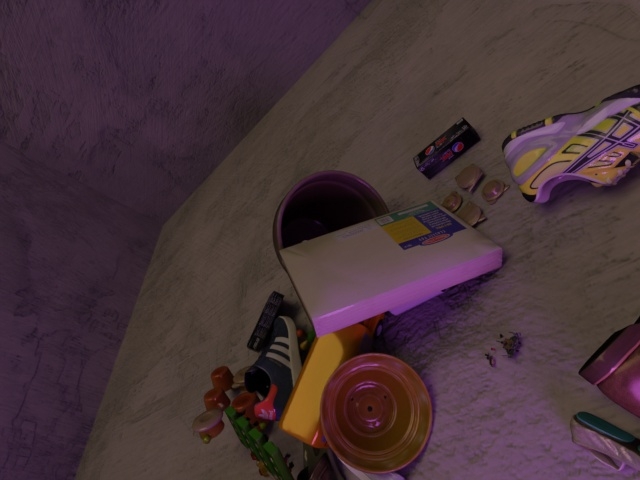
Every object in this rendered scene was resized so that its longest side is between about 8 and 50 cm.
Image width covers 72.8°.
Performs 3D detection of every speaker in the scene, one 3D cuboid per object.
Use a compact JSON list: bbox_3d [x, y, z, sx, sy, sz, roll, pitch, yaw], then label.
[{"bbox_3d":[0.214,0.122,0.992,0.136,0.055,0.055,-36,36,34],"label":"speaker"}]

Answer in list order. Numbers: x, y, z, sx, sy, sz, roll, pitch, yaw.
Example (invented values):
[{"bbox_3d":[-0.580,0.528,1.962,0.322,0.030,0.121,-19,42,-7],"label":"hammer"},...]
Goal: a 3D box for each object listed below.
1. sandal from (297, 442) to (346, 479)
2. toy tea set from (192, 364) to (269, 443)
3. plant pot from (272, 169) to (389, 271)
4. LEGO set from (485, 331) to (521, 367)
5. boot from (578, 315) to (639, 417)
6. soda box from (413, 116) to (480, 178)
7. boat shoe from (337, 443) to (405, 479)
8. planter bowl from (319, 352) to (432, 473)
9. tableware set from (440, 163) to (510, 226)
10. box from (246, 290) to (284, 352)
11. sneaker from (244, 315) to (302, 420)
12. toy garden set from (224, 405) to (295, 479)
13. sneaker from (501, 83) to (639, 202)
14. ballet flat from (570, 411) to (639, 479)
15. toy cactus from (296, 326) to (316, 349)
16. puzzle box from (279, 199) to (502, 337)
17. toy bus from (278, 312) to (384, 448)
[{"bbox_3d":[-0.011,0.507,0.933,0.120,0.086,0.302,-48,31,17],"label":"sandal"},{"bbox_3d":[-0.250,0.486,1.289,0.200,0.124,0.336,-20,14,-1],"label":"toy tea set"},{"bbox_3d":[0.000,0.000,1.221,0.323,0.323,0.280,-68,14,-17],"label":"plant pot"},{"bbox_3d":[0.336,0.196,0.783,0.083,0.024,0.054,-47,27,44],"label":"LEGO set"},{"bbox_3d":[0.500,0.108,0.573,0.305,0.112,0.115,-49,61,6],"label":"boot"},{"bbox_3d":[0.332,-0.242,1.152,0.169,0.060,0.053,-38,36,29],"label":"soda box"},{"bbox_3d":[0.093,0.444,0.867,0.063,0.066,0.184,-51,25,-16],"label":"boat shoe"},{"bbox_3d":[0.105,0.340,0.869,0.090,0.217,0.217,96,-166,-71],"label":"planter bowl"},{"bbox_3d":[0.355,-0.104,1.031,0.141,0.020,0.168,-52,31,14],"label":"tableware set"},{"bbox_3d":[-0.177,0.259,1.385,0.184,0.045,0.190,125,170,-76],"label":"box"},{"bbox_3d":[-0.132,0.329,1.170,0.350,0.148,0.131,-112,23,-61],"label":"sneaker"},{"bbox_3d":[-0.118,0.506,1.021,0.049,0.203,0.244,-31,21,-30],"label":"toy garden set"},{"bbox_3d":[0.530,-0.175,0.762,0.385,0.145,0.147,-18,79,45],"label":"sneaker"},{"bbox_3d":[0.412,0.284,0.566,0.168,0.057,0.052,17,105,63],"label":"ballet flat"},{"bbox_3d":[0.039,0.229,1.124,0.181,0.112,0.218,2,55,46],"label":"toy cactus"},{"bbox_3d":[0.137,0.040,0.944,0.409,0.052,0.272,-18,31,-9],"label":"puzzle box"},{"bbox_3d":[0.033,0.279,0.976,0.108,0.130,0.332,16,72,28],"label":"toy bus"}]
